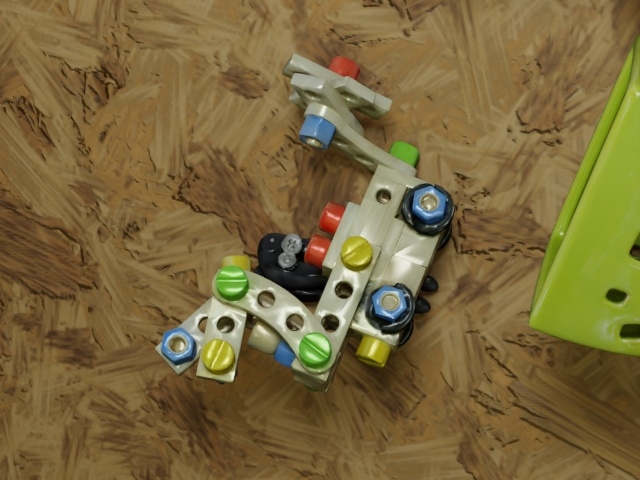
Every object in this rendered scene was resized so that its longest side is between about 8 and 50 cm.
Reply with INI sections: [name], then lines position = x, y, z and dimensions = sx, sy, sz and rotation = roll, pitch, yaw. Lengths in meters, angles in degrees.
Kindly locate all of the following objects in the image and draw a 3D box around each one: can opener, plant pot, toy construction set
[can opener]
position = 0.024, 0.031, 1.527
dimensions = 0.186, 0.073, 0.059
rotation = 8, 71, 14
[plant pot]
position = 0.315, -0.020, 1.309
dimensions = 0.207, 0.228, 0.227
rotation = 23, 113, 6
[toy construction set]
position = 0.000, 0.000, 1.440
dimensions = 0.215, 0.151, 0.327
rotation = 20, 88, 8
